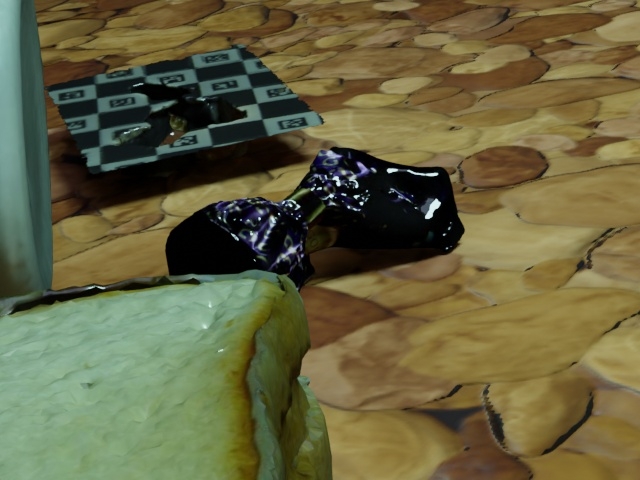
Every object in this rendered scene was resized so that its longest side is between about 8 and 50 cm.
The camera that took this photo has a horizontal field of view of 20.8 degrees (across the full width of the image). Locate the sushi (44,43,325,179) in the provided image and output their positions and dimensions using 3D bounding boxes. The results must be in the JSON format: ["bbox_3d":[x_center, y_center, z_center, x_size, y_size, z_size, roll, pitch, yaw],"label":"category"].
[{"bbox_3d":[-0.086,-0.070,1.062,0.139,0.031,0.201,-13,23,-12],"label":"sushi"}]

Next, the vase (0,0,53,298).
[{"bbox_3d":[-0.271,-0.044,0.780,0.291,0.245,0.245,-6,19,-5],"label":"vase"}]

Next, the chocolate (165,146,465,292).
[{"bbox_3d":[-0.002,-0.003,0.798,0.147,0.072,0.070,-19,-21,-48],"label":"chocolate"}]

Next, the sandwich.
[{"bbox_3d":[-0.143,0.101,0.503,0.301,0.099,0.271,-11,14,5],"label":"sandwich"}]
